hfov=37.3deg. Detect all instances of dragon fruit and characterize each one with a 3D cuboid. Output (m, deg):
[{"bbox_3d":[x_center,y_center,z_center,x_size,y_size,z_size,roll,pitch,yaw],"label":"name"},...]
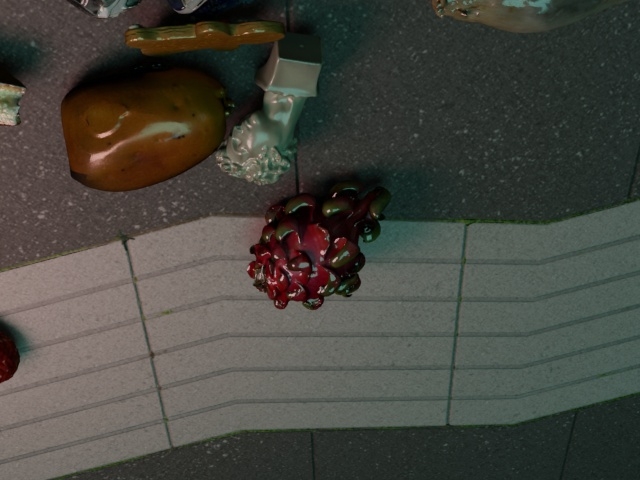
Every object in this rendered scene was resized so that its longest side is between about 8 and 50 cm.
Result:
[{"bbox_3d":[-0.007,0.004,1.744,0.198,0.218,0.273,-15,141,-52],"label":"dragon fruit"}]

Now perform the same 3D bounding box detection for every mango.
[{"bbox_3d":[-0.280,-0.184,1.543,0.287,0.153,0.201,-19,142,9],"label":"mango"}]

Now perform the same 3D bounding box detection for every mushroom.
[{"bbox_3d":[0.372,-0.419,1.483,0.396,0.126,0.177,-23,121,10],"label":"mushroom"}]

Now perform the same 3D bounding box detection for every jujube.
[{"bbox_3d":[-0.670,0.211,1.844,0.112,0.109,0.176,-48,128,-14],"label":"jujube"}]

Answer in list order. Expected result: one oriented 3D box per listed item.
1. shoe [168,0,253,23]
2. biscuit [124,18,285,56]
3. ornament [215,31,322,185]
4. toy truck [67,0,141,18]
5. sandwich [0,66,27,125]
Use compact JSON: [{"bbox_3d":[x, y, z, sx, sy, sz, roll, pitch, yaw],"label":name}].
[{"bbox_3d":[-0.132,-0.404,1.430,0.207,0.092,0.106,-32,157,15],"label":"shoe"},{"bbox_3d":[-0.173,-0.318,1.455,0.240,0.158,0.035,-5,93,3],"label":"biscuit"},{"bbox_3d":[-0.069,-0.217,1.575,0.130,0.120,0.285,20,123,-19],"label":"ornament"},{"bbox_3d":[-0.280,-0.449,1.310,0.114,0.135,0.271,36,127,18],"label":"toy truck"},{"bbox_3d":[-0.589,-0.242,1.470,0.257,0.096,0.094,8,122,-16],"label":"sandwich"}]
